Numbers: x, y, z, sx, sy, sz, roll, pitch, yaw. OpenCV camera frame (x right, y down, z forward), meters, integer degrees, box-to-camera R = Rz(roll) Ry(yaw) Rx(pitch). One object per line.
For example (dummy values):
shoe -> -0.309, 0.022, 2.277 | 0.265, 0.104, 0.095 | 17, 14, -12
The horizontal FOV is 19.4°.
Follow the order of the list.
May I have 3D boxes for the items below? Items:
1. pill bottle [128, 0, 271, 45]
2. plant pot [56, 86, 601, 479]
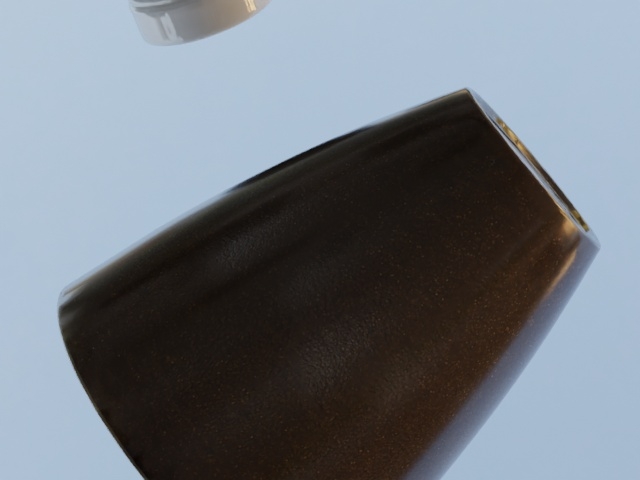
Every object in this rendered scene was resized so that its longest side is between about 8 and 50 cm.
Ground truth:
pill bottle -> -0.152, -0.340, 1.640 | 0.176, 0.318, 0.176 | -17, -156, 8
plant pot -> 0.022, 0.034, 0.965 | 0.230, 0.215, 0.215 | -40, -130, 9
